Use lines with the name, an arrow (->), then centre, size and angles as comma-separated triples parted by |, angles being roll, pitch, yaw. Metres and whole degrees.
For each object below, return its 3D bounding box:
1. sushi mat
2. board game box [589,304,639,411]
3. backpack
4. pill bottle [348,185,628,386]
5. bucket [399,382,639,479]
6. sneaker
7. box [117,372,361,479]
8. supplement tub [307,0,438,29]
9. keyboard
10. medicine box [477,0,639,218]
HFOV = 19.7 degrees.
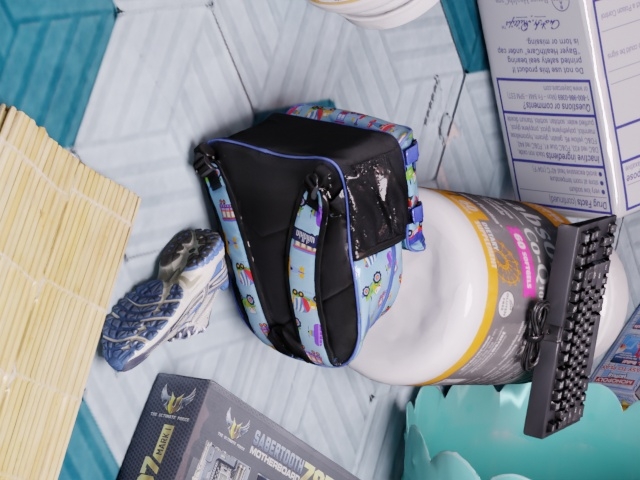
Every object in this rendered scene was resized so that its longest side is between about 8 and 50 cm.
sushi mat -> -0.205, 0.081, 1.197 | 0.151, 0.019, 0.316 | 42, 56, -50
board game box -> 0.354, 0.155, 1.923 | 0.194, 0.060, 0.194 | -33, 120, -44
backpack -> 0.000, 0.000, 1.371 | 0.117, 0.158, 0.173 | -27, 117, -40
pill bottle -> 0.136, 0.042, 1.546 | 0.278, 0.162, 0.162 | 4, 91, -52
bucket -> 0.191, 0.241, 1.557 | 0.281, 0.281, 0.183 | -12, 112, -51
sneaker -> -0.104, 0.054, 1.330 | 0.135, 0.052, 0.058 | -51, 135, -36
box -> -0.065, 0.228, 1.391 | 0.232, 0.059, 0.183 | 39, 64, -46
supplement tub -> 0.009, -0.257, 1.361 | 0.199, 0.144, 0.144 | 37, 65, -48
keyboard -> 0.198, 0.071, 1.482 | 0.108, 0.023, 0.180 | -11, 113, -48
medicine box -> 0.292, -0.193, 1.658 | 0.263, 0.149, 0.289 | -20, 106, -30
